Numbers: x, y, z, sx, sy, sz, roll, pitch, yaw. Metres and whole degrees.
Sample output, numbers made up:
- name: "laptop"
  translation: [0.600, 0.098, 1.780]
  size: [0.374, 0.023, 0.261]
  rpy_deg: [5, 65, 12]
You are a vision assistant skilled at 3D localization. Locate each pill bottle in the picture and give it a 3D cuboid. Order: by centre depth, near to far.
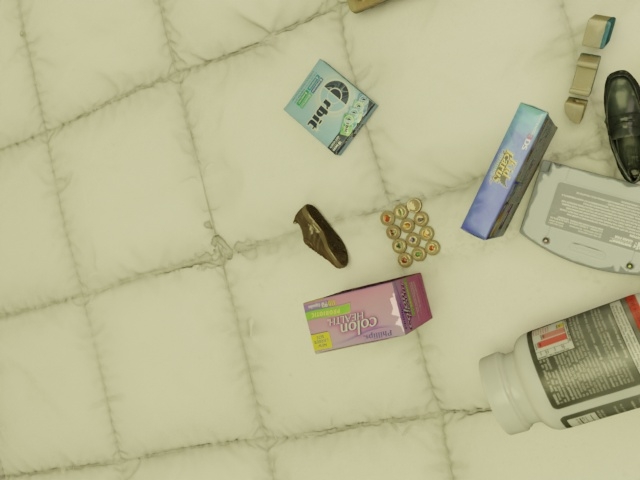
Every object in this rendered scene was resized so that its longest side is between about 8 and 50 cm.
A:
- name: "pill bottle"
  translation: [0.528, 0.263, 1.325]
  size: [0.363, 0.210, 0.210]
  rpy_deg: [-25, 83, 22]

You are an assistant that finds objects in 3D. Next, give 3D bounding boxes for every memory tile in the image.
- name: "memory tile"
  translation: [0.214, -0.018, 1.550]
  size: [0.113, 0.012, 0.148]
  rpy_deg: [-25, 83, 22]

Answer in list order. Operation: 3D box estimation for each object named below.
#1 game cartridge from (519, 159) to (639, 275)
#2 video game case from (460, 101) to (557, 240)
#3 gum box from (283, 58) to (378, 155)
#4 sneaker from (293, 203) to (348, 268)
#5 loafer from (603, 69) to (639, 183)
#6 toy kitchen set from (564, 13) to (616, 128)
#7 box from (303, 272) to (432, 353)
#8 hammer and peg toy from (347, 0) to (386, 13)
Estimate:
- name: "game cartridge"
  translation: [0.587, -0.039, 1.371]
  size: [0.294, 0.060, 0.196]
  rpy_deg: [20, 97, 21]
- name: "video game case"
  translation: [0.394, -0.135, 1.342]
  size: [0.061, 0.244, 0.269]
  rpy_deg: [28, 103, 19]
- name: "gum box"
  translation: [0.024, -0.328, 1.598]
  size: [0.184, 0.041, 0.157]
  rpy_deg: [43, 107, 16]
- name: "sneaker"
  translation: [0.000, 0.000, 1.623]
  size: [0.071, 0.066, 0.188]
  rpy_deg: [-43, 71, 36]
- name: "loafer"
  translation: [0.602, -0.220, 1.266]
  size: [0.076, 0.078, 0.223]
  rpy_deg: [-8, 108, 31]
- name: "toy kitchen set"
  translation: [0.612, -0.341, 1.330]
  size: [0.166, 0.122, 0.207]
  rpy_deg: [18, 120, 21]
- name: "box"
  translation: [0.114, 0.161, 1.477]
  size: [0.214, 0.243, 0.117]
  rpy_deg: [-16, 87, 23]
- name: "hammer and peg toy"
  translation: [0.137, -0.734, 1.485]
  size: [0.266, 0.127, 0.361]
  rpy_deg: [-16, 86, 25]
